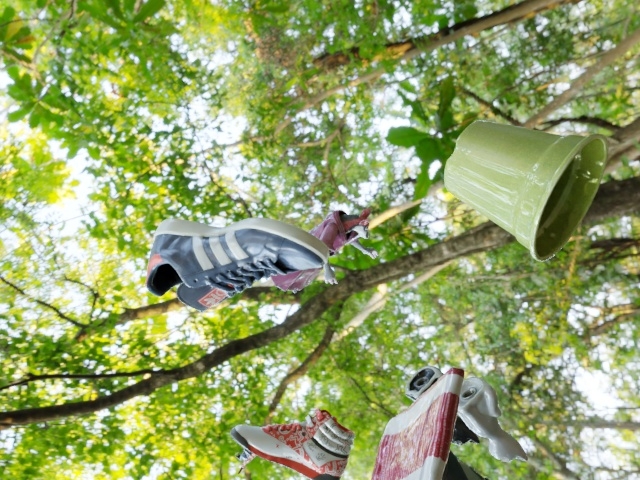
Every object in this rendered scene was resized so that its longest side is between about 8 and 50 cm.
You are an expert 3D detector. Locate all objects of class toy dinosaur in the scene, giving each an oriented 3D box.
[{"bbox_3d":[-0.163,0.515,1.339,0.047,0.082,0.090,-3,-96,-44],"label":"toy dinosaur"}]

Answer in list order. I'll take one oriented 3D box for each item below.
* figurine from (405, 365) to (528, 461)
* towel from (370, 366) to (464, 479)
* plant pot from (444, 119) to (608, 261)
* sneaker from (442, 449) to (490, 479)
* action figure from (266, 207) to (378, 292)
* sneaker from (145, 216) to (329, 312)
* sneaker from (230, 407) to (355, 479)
[{"bbox_3d":[0.314,0.378,1.182,0.092,0.215,0.209,-45,-70,-25],"label":"figurine"},{"bbox_3d":[0.086,0.334,0.672,0.037,0.237,0.329,24,-126,1],"label":"towel"},{"bbox_3d":[0.416,-0.133,1.188,0.276,0.254,0.276,-30,-44,-34],"label":"plant pot"},{"bbox_3d":[0.253,0.386,0.742,0.131,0.112,0.319,-26,-120,-17],"label":"sneaker"},{"bbox_3d":[0.000,0.000,1.648,0.276,0.370,0.248,55,-157,8],"label":"action figure"},{"bbox_3d":[-0.151,0.052,0.937,0.131,0.350,0.148,46,-128,-48],"label":"sneaker"},{"bbox_3d":[-0.056,0.434,1.261,0.270,0.090,0.145,25,-98,1],"label":"sneaker"}]
